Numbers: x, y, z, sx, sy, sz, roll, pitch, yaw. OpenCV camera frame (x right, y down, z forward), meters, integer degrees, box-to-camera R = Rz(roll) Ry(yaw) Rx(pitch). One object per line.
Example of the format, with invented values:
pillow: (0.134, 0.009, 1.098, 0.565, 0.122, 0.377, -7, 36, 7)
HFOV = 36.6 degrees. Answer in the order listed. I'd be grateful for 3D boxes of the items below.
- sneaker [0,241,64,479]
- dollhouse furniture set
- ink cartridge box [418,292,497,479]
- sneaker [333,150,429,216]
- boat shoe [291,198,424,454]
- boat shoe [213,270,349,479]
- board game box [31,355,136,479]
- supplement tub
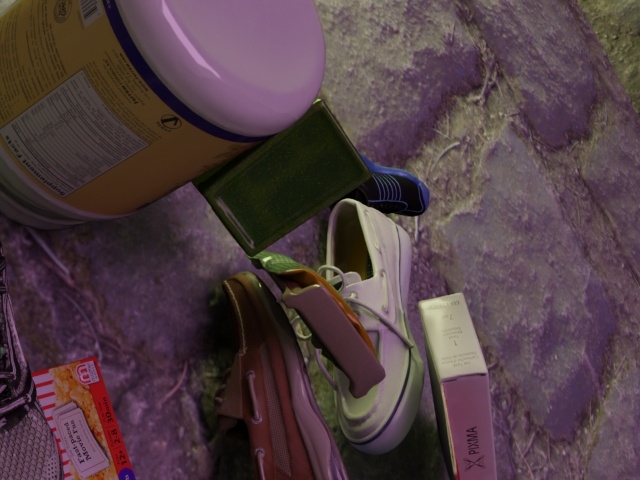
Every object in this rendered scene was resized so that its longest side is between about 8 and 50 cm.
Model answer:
sneaker: (-0.302, 0.075, 0.767, 0.134, 0.146, 0.343, -16, 68, -52)
dollhouse furniture set: (0.000, 0.000, 1.074, 0.301, 0.151, 0.197, 55, -5, -19)
ink cartridge box: (0.188, 0.260, 1.231, 0.261, 0.066, 0.296, -98, 176, -47)
sneaker: (0.072, -0.068, 1.433, 0.232, 0.081, 0.090, 23, 56, -34)
boat shoe: (0.042, 0.088, 1.257, 0.156, 0.136, 0.367, 37, 43, -34)
boat shoe: (-0.065, 0.176, 1.080, 0.123, 0.116, 0.324, 79, -10, -55)
board game box: (-0.269, 0.199, 0.881, 0.193, 0.045, 0.147, -12, 79, -53)
supplement tub: (-0.187, -0.159, 0.940, 0.241, 0.331, 0.241, 27, 51, -40)
